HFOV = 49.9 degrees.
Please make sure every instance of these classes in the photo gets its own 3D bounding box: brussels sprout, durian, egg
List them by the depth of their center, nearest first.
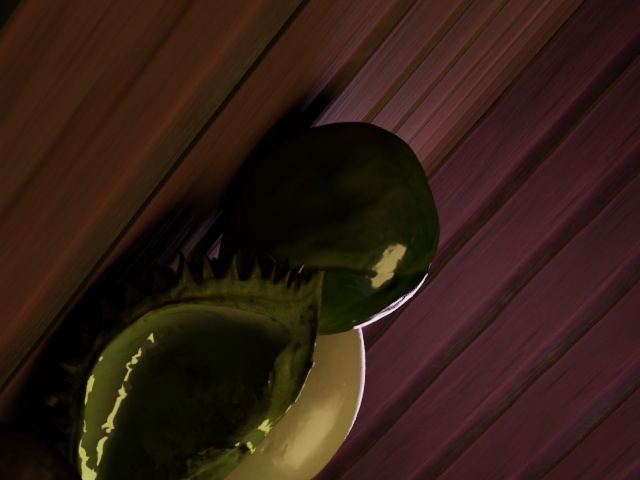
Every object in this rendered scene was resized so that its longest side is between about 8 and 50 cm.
[{"bbox_3d":[-0.147,0.156,0.657,0.395,0.198,0.163,-58,178,8],"label":"durian"},{"bbox_3d":[0.000,0.000,0.746,0.271,0.210,0.219,-34,172,20],"label":"brussels sprout"},{"bbox_3d":[-0.083,0.203,0.962,0.345,0.283,0.283,-51,172,12],"label":"egg"}]

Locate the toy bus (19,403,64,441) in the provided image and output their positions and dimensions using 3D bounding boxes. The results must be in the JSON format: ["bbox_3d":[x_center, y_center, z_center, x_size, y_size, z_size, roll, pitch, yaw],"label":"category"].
[{"bbox_3d":[-0.321,0.242,0.727,0.153,0.051,0.061,-50,178,19],"label":"toy bus"}]

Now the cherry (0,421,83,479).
[{"bbox_3d":[-0.250,0.212,0.457,0.195,0.195,0.195,-46,173,-8],"label":"cherry"}]
